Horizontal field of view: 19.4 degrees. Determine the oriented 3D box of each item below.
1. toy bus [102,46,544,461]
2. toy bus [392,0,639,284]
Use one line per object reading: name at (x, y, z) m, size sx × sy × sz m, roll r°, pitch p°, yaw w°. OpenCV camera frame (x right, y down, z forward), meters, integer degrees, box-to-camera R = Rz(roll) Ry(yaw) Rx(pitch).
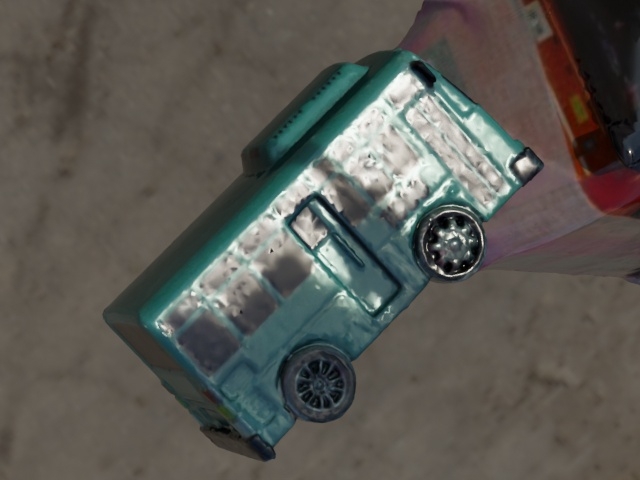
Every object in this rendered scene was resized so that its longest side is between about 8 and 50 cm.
toy bus at (0.000, 0.000, 0.721) m, size 0.160 × 0.092 × 0.079 m, roll -45°, pitch -168°, yaw -14°
toy bus at (0.161, -0.057, 0.894) m, size 0.147 × 0.127 × 0.302 m, roll -31°, pitch 161°, yaw 28°
